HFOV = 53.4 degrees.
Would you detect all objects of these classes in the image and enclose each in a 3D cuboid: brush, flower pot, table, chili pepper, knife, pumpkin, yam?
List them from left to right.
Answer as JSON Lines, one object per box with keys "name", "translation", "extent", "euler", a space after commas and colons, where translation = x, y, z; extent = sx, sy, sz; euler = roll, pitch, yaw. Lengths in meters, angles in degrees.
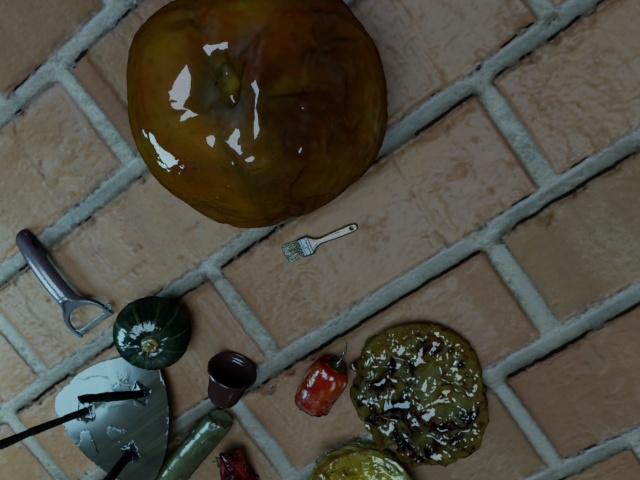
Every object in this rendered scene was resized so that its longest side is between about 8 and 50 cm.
{"name": "knife", "translation": [-0.595, 0.088, 1.442], "extent": [0.123, 0.053, 0.278], "euler": [-36, 97, 11]}
{"name": "table", "translation": [-0.498, 0.438, 1.379], "extent": [0.318, 0.249, 0.317], "euler": [1, 93, 16]}
{"name": "pumpkin", "translation": [-0.367, 0.200, 1.391], "extent": [0.167, 0.125, 0.167], "euler": [-1, 121, -2]}
{"name": "yam", "translation": [-0.334, 0.539, 1.499], "extent": [0.083, 0.083, 0.371], "euler": [39, 105, -2]}
{"name": "flower pot", "translation": [-0.206, 0.317, 1.415], "extent": [0.111, 0.111, 0.089], "euler": [25, 123, 3]}
{"name": "brush", "translation": [0.000, 0.000, 1.333], "extent": [0.170, 0.014, 0.043], "euler": [-22, 98, 13]}
{"name": "chili pepper", "translation": [0.016, 0.291, 1.371], "extent": [0.086, 0.084, 0.192], "euler": [22, 113, -14]}

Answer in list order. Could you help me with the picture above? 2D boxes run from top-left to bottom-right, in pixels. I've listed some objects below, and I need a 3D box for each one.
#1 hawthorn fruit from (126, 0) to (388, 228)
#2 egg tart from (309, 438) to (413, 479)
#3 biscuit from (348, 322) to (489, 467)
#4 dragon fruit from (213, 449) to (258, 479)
{"name": "hawthorn fruit", "translation": [-0.102, -0.223, 1.077], "extent": [0.472, 0.472, 0.471], "euler": [2, 105, 9]}
{"name": "egg tart", "translation": [0.084, 0.587, 1.388], "extent": [0.291, 0.290, 0.107], "euler": [22, 150, 4]}
{"name": "biscuit", "translation": [0.209, 0.338, 1.352], "extent": [0.290, 0.081, 0.333], "euler": [-19, 99, 13]}
{"name": "dragon fruit", "translation": [-0.212, 0.576, 1.472], "extent": [0.093, 0.122, 0.192], "euler": [-3, 107, 26]}
